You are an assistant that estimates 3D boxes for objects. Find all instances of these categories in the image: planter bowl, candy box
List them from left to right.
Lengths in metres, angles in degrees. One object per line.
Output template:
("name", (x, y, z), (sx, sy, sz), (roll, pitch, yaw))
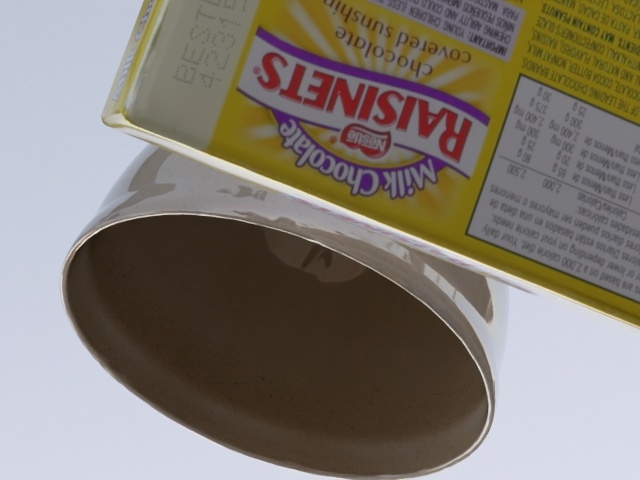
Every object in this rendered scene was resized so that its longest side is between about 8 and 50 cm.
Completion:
("planter bowl", (0.000, 0.000, 0.711), (0.162, 0.162, 0.109), (68, -144, -48))
("candy box", (0.063, -0.038, 0.434), (0.206, 0.027, 0.105), (22, -95, -20))
